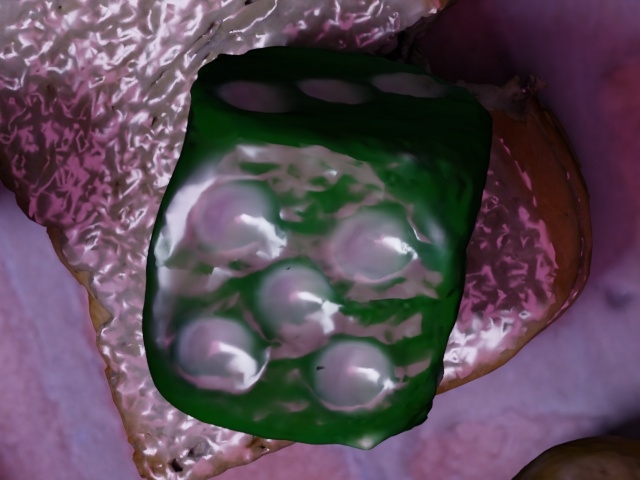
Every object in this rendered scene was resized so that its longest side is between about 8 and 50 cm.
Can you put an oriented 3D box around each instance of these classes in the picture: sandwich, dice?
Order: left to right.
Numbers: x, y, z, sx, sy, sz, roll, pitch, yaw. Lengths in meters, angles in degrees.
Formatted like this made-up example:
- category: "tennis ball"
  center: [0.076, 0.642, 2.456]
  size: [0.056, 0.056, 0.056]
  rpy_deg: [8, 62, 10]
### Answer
- category: "sandwich"
  center: [-0.022, -0.046, 0.863]
  size: [0.249, 0.095, 0.273]
  rpy_deg: [-22, 106, 16]
- category: "dice"
  center: [0.000, 0.000, 0.758]
  size: [0.120, 0.128, 0.131]
  rpy_deg: [10, 111, 2]

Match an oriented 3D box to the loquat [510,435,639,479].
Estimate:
- category: "loquat"
  center: [0.130, 0.179, 0.896]
  size: [0.152, 0.152, 0.195]
  rpy_deg: [19, 139, 3]
